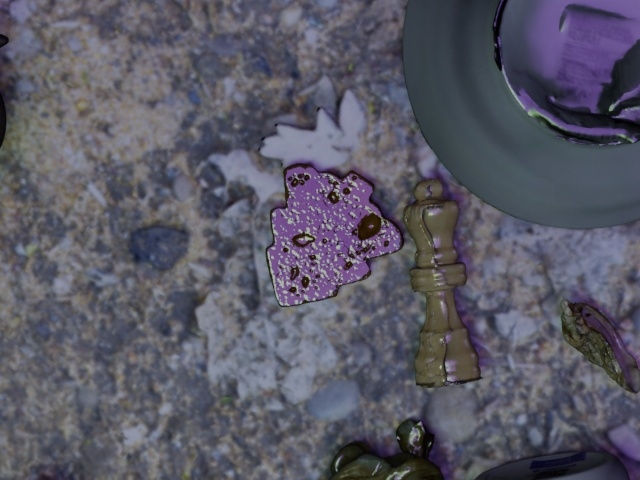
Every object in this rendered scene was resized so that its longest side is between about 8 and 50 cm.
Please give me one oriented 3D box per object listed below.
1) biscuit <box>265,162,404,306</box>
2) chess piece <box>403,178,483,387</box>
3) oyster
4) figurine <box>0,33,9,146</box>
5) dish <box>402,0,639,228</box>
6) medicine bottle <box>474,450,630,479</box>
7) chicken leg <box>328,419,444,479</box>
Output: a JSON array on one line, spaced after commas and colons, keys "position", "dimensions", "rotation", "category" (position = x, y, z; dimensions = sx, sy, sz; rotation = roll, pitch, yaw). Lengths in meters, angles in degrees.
[{"position": [0.000, 0.000, 1.678], "dimensions": [0.119, 0.019, 0.130], "rotation": [36, 91, -3], "category": "biscuit"}, {"position": [0.098, 0.034, 1.663], "dimensions": [0.060, 0.060, 0.172], "rotation": [-7, 91, -1], "category": "chess piece"}, {"position": [0.228, 0.093, 1.664], "dimensions": [0.038, 0.080, 0.083], "rotation": [-34, 58, 22], "category": "oyster"}, {"position": [-0.363, -0.182, 1.572], "dimensions": [0.218, 0.206, 0.365], "rotation": [-6, 91, -15], "category": "figurine"}, {"position": [0.223, -0.164, 1.631], "dimensions": [0.316, 0.106, 0.317], "rotation": [0, 93, -1], "category": "dish"}, {"position": [0.202, 0.291, 1.636], "dimensions": [0.135, 0.135, 0.215], "rotation": [-10, 92, 0], "category": "medicine bottle"}, {"position": [0.047, 0.361, 1.639], "dimensions": [0.201, 0.153, 0.429], "rotation": [3, 85, 7], "category": "chicken leg"}]
